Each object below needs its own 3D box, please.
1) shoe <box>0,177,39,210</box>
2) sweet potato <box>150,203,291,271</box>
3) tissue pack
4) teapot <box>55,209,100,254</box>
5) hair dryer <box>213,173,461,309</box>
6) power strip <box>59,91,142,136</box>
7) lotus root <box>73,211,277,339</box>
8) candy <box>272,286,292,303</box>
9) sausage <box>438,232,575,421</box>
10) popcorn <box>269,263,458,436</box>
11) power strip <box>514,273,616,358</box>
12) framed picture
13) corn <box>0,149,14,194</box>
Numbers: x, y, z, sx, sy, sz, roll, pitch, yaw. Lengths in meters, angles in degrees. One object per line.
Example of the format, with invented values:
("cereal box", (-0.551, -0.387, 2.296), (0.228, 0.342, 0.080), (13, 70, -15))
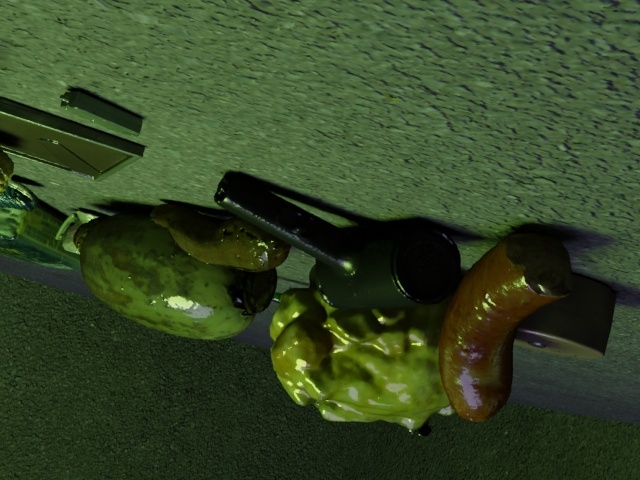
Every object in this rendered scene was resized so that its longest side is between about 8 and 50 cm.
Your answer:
("shoe", (-0.453, -0.058, 1.468), (0.142, 0.071, 0.064), (9, 170, 6))
("sweet potato", (-0.113, -0.005, 1.292), (0.233, 0.062, 0.081), (8, 130, 46))
("tissue pack", (-0.496, -0.021, 1.706), (0.185, 0.081, 0.257), (11, 170, 13))
("teapot", (-0.353, -0.012, 1.605), (0.083, 0.064, 0.064), (15, 178, 23))
("hair dryer", (0.000, 0.000, 1.134), (0.251, 0.089, 0.197), (25, 167, -22))
("power strip", (-0.192, -0.111, 0.944), (0.027, 0.017, 0.083), (4, 166, 44))
("lotus root", (-0.213, 0.043, 1.455), (0.309, 0.173, 0.173), (12, 170, 28))
("candy", (-0.041, 0.097, 1.781), (0.323, 0.097, 0.097), (7, 170, -2))
("sausage", (0.175, 0.086, 1.097), (0.103, 0.076, 0.302), (49, 153, 22))
("popcorn", (0.076, 0.131, 1.379), (0.286, 0.215, 0.252), (11, 164, -5))
("power strip", (0.249, 0.081, 1.218), (0.154, 0.078, 0.154), (13, 171, 2))
("framed picture", (-0.280, -0.101, 1.135), (0.150, 0.015, 0.203), (18, 169, -21))
("corn", (-0.403, -0.099, 1.136), (0.165, 0.063, 0.085), (30, -171, -13))
